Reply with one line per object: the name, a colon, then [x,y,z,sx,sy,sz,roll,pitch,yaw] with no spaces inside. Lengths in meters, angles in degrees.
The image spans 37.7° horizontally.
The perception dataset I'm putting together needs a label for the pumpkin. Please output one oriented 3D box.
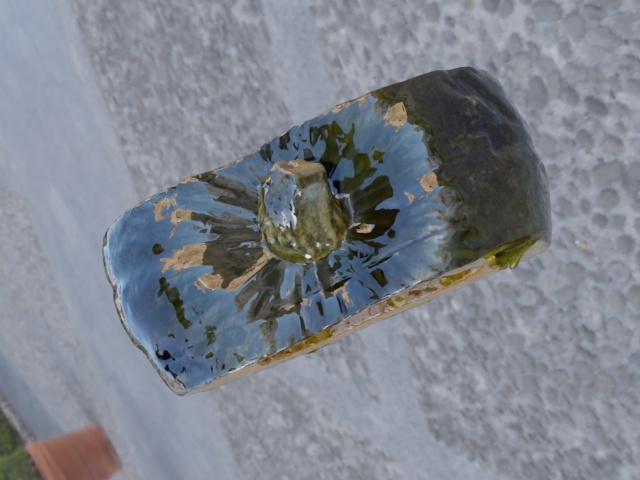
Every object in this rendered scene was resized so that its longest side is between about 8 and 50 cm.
pumpkin: [0.000,0.000,0.645,0.222,0.317,0.139,21,-132,-75]
